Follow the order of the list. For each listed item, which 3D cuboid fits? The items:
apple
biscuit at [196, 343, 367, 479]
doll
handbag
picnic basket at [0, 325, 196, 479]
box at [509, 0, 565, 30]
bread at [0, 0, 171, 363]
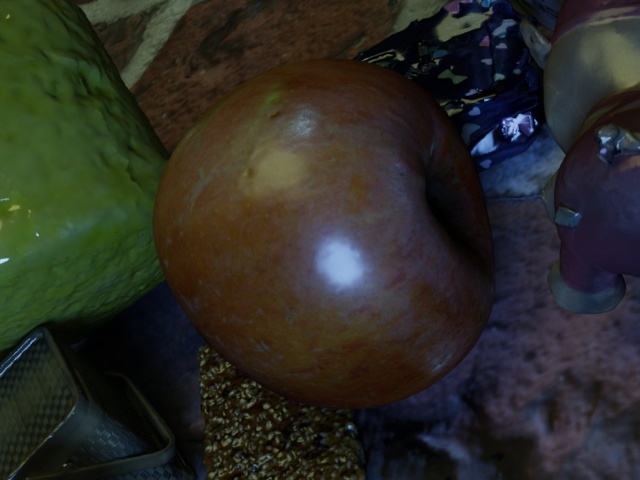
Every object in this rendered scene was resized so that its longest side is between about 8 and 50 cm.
[{"bbox_3d":[0.000,0.000,0.961,0.253,0.253,0.253,-30,35,24],"label":"apple"},{"bbox_3d":[-0.036,0.134,1.044,0.131,0.025,0.231,-25,36,9],"label":"biscuit"},{"bbox_3d":[0.230,-0.076,0.876,0.152,0.196,0.256,112,169,-51],"label":"doll"},{"bbox_3d":[0.072,-0.102,1.125,0.260,0.113,0.162,-29,40,24],"label":"handbag"},{"bbox_3d":[-0.246,0.218,1.108,0.266,0.139,0.165,-46,31,-1],"label":"picnic basket"},{"bbox_3d":[0.197,-0.253,1.068,0.111,0.194,0.260,-45,31,1],"label":"box"},{"bbox_3d":[-0.299,-0.050,1.233,0.348,0.348,0.307,-28,80,27],"label":"bread"}]
